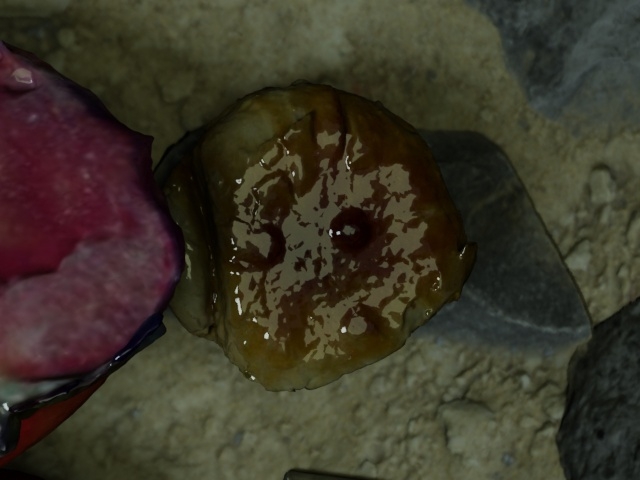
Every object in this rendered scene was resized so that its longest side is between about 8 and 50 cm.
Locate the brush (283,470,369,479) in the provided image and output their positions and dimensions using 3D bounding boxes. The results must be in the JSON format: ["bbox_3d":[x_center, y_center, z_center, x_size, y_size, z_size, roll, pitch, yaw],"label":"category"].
[{"bbox_3d":[0.059,0.214,0.808,0.190,0.027,0.034,12,92,-19],"label":"brush"}]

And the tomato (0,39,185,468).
[{"bbox_3d":[-0.257,0.020,0.598,0.335,0.176,0.290,-30,76,-22],"label":"tomato"}]

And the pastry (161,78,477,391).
[{"bbox_3d":[0.000,0.000,0.719,0.229,0.100,0.218,9,95,-19],"label":"pastry"}]

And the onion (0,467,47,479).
[{"bbox_3d":[-0.244,0.259,0.640,0.248,0.161,0.248,-11,107,-38],"label":"onion"}]
